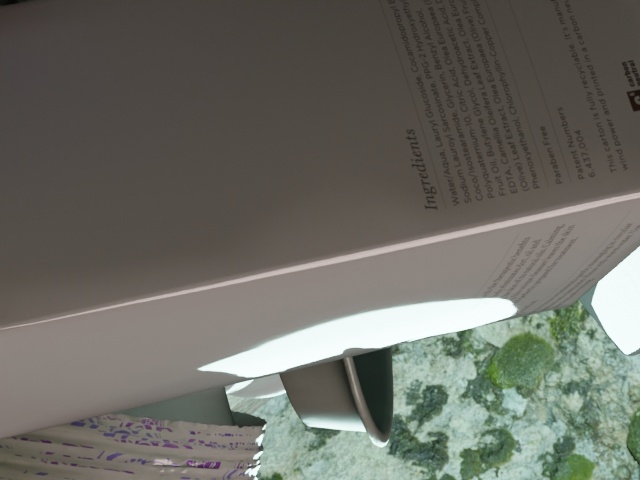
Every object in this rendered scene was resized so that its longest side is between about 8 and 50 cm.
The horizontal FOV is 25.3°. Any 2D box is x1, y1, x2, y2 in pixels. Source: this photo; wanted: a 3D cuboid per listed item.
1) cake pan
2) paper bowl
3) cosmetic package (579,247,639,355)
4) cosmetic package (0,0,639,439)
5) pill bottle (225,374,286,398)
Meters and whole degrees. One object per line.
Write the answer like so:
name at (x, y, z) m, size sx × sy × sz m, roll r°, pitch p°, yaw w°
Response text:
cake pan at (0.000, 0.000, 0.990) m, size 0.054 × 0.293 × 0.293 m, roll -9°, pitch 173°, yaw 8°
paper bowl at (-0.176, 0.111, 0.920) m, size 0.284 × 0.284 × 0.148 m, roll 34°, pitch 66°, yaw -80°
cosmetic package at (0.269, -0.161, 0.975) m, size 0.329 × 0.327 × 0.394 m, roll -36°, pitch 170°, yaw -6°
cosmetic package at (-0.030, -0.023, 0.692) m, size 0.365 × 0.155 × 0.197 m, roll -10°, pitch 163°, yaw -16°
pill bottle at (-0.034, 0.034, 1.229) m, size 0.176 × 0.176 × 0.318 m, roll -43°, pitch 169°, yaw 29°
